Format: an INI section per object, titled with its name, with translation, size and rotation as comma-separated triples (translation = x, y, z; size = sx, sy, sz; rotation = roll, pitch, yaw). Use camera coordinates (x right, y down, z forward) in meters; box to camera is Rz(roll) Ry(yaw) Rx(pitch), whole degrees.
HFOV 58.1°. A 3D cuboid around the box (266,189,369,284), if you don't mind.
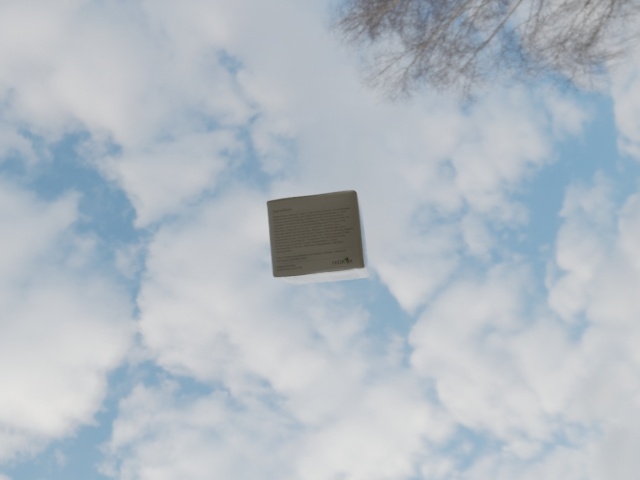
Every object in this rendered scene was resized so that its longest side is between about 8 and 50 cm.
[box]
translation = 0.000, 0.000, 0.648
size = 0.102, 0.101, 0.087
rotation = -6, -100, 7
